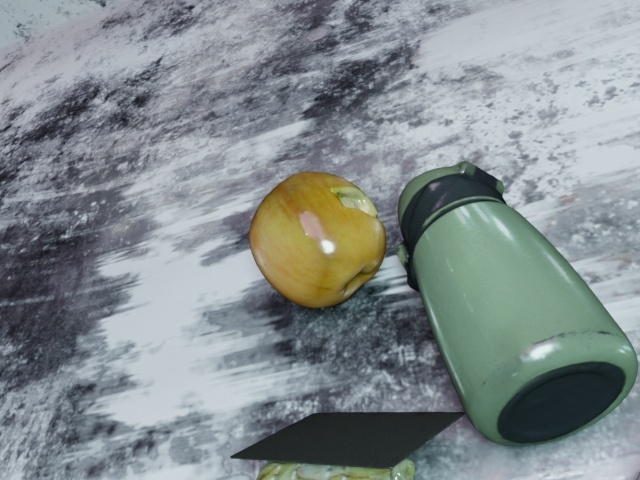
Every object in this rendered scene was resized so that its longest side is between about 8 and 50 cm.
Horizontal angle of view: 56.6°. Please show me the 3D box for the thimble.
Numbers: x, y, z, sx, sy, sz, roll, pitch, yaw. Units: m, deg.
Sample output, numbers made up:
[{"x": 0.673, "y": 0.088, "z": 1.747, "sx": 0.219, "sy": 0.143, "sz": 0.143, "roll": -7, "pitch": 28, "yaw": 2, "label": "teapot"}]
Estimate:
[{"x": 0.016, "y": 0.273, "z": 0.573, "sx": 0.144, "sy": 0.137, "sz": 0.190, "roll": -15, "pitch": 23, "yaw": 17, "label": "thimble"}]

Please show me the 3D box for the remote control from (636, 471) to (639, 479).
[{"x": 0.382, "y": 0.270, "z": 0.413, "sx": 0.221, "sy": 0.103, "sz": 0.332, "roll": -33, "pitch": 46, "yaw": -4, "label": "remote control"}]

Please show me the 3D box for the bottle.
[{"x": 0.188, "y": 0.045, "z": 0.674, "sx": 0.169, "sy": 0.168, "sz": 0.346, "roll": -24, "pitch": 40, "yaw": 6, "label": "bottle"}]

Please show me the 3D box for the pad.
[{"x": 0.025, "y": 0.201, "z": 0.611, "sx": 0.212, "sy": 0.143, "sz": 0.003, "roll": -15, "pitch": 88, "yaw": 41, "label": "pad"}]

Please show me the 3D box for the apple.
[{"x": 0.000, "y": 0.000, "z": 0.802, "sx": 0.199, "sy": 0.199, "sz": 0.199, "roll": -14, "pitch": 47, "yaw": 15, "label": "apple"}]
